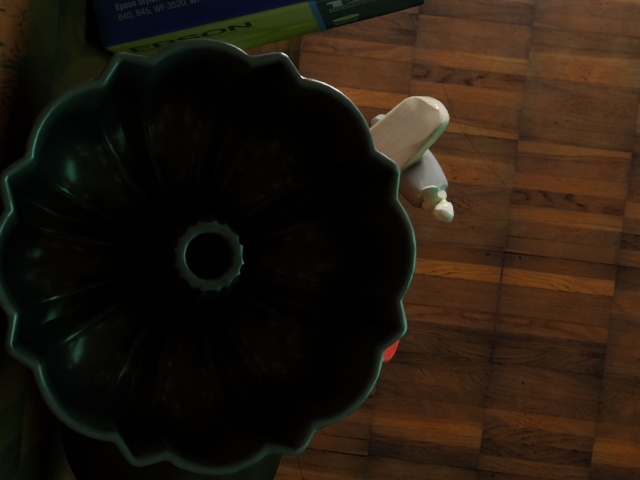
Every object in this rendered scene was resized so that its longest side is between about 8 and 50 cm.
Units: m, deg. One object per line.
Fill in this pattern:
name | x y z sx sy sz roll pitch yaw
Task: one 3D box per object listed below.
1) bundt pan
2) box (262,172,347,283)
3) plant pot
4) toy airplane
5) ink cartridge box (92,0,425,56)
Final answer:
bundt pan | -0.098 0.014 1.262 0.124 0.331 0.331 169 -72 -75
box | -0.092 -0.025 1.397 0.094 0.275 0.113 74 24 -87
plant pot | -0.111 0.129 1.444 0.230 0.215 0.215 120 -19 -60
toy airplane | 0.000 0.000 2.141 0.386 0.272 0.384 2 -103 50
ink cartridge box | -0.050 -0.230 1.501 0.307 0.304 0.072 -40 118 -86
